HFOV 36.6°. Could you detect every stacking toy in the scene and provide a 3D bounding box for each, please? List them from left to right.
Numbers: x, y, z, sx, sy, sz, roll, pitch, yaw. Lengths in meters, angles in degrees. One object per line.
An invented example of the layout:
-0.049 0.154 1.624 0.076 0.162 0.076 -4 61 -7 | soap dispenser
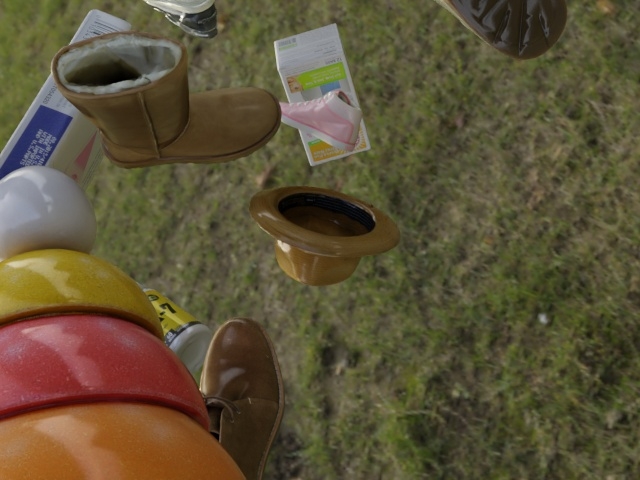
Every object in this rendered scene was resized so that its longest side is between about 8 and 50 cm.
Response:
-0.250 0.133 0.918 0.350 0.351 0.479 -41 50 33 | stacking toy

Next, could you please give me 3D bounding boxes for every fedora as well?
0.000 0.000 1.133 0.194 0.194 0.079 43 126 52 | fedora

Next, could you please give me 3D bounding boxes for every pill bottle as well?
-0.316 0.166 1.843 0.208 0.119 0.119 31 99 28 | pill bottle

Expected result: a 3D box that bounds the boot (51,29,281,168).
-0.153 -0.154 1.071 0.269 0.236 0.089 108 145 -78 | boot

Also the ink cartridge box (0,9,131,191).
-0.360 -0.093 1.334 0.330 0.071 0.324 113 175 -54 | ink cartridge box

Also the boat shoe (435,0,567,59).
0.103 -0.289 0.897 0.109 0.302 0.098 -47 15 9 | boat shoe

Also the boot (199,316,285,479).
-0.113 0.217 1.195 0.112 0.115 0.305 -4 56 11 | boot

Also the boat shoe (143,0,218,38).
-0.264 -0.428 1.753 0.084 0.079 0.233 -39 46 -17 | boat shoe

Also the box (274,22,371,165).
0.006 -0.245 1.643 0.114 0.203 0.103 -15 39 5 | box

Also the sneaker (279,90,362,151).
-0.001 -0.174 1.281 0.134 0.051 0.070 29 109 27 | sneaker
